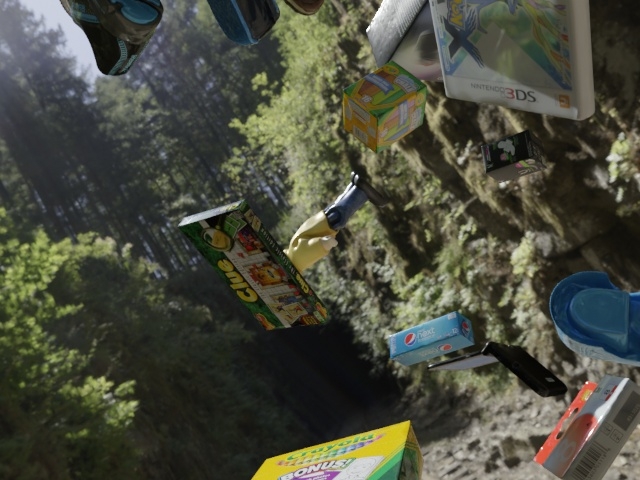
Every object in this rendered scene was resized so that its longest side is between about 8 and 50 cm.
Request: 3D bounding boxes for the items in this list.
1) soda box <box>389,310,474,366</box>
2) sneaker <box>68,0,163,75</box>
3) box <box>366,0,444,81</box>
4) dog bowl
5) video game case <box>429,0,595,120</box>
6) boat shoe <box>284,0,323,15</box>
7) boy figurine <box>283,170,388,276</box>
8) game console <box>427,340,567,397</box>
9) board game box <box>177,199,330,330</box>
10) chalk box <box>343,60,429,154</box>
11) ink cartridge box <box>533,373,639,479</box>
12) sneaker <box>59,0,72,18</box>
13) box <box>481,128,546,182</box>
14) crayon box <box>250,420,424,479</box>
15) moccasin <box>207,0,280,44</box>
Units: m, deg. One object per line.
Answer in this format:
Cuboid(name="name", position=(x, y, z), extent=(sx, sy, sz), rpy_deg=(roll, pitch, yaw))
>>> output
Cuboid(name="soda box", position=(0.280, 0.254, 1.492), extent=(0.210, 0.067, 0.071), rpy_deg=(-27, -44, 34))
Cuboid(name="sneaker", position=(-0.364, -0.410, 0.903), extent=(0.125, 0.341, 0.140), rpy_deg=(-10, -26, -41))
Cuboid(name="box", position=(0.327, -0.586, 1.563), extent=(0.296, 0.183, 0.294), rpy_deg=(-2, -26, -23))
Cuboid(name="dog bowl", position=(0.579, 0.154, 1.076), extent=(0.074, 0.297, 0.166), rpy_deg=(69, -145, -47))
Cuboid(name="video game case", position=(0.261, -0.354, 0.861), extent=(0.036, 0.329, 0.300), rpy_deg=(-27, 29, -17))
Cuboid(name="boat shoe", position=(-0.094, -0.572, 1.212), extent=(0.095, 0.257, 0.095), rpy_deg=(-37, 8, -2))
Cuboid(name="boy figurine", position=(0.000, 0.000, 1.102), extent=(0.285, 0.092, 0.177), rpy_deg=(-49, 12, 5))
Cuboid(name="game console", position=(0.194, 0.150, 0.634), extent=(0.071, 0.107, 0.122), rpy_deg=(-54, -32, 11))
Cuboid(name="board game box", position=(-0.105, 0.050, 0.961), extent=(0.136, 0.260, 0.030), rpy_deg=(-12, 37, 36))
Cuboid(name="chalk box", position=(0.176, -0.343, 1.457), extent=(0.213, 0.132, 0.132), rpy_deg=(-36, -29, -19))
Cuboid(name="ink cartridge box", position=(0.334, 0.238, 0.761), extent=(0.145, 0.045, 0.179), rpy_deg=(-53, -3, -6))
Cuboid(name="sneaker", position=(-0.530, -0.623, 1.353), extent=(0.282, 0.153, 0.099), rpy_deg=(93, -169, -51))
Cuboid(name="box", position=(0.319, -0.137, 0.968), extent=(0.083, 0.052, 0.062), rpy_deg=(-17, -24, 36))
Cuboid(name="crayon box", position=(0.013, 0.508, 1.178), extent=(0.362, 0.106, 0.313), rpy_deg=(-19, 1, 14))
Cuboid(name="moccasin", position=(-0.175, -0.519, 1.021), extent=(0.117, 0.137, 0.342), rpy_deg=(-43, -45, -24))
